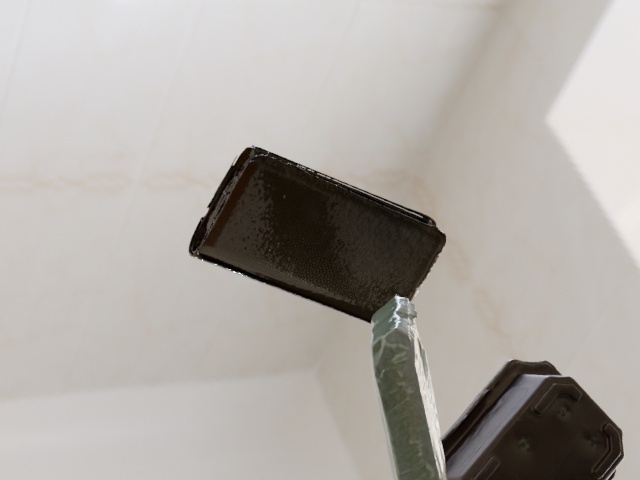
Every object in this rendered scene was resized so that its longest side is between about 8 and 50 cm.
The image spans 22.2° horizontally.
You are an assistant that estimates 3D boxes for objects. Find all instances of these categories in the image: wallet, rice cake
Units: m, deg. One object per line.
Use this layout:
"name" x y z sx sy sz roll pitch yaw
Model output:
"wallet" 0.000 0.000 1.352 0.198 0.110 0.031 22 -160 -25
"rice cake" 0.072 0.160 1.238 0.040 0.226 0.085 -10 -166 7

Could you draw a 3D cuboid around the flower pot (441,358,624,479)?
"flower pot" 0.224 0.245 1.730 0.179 0.084 0.251 47 -116 -6
